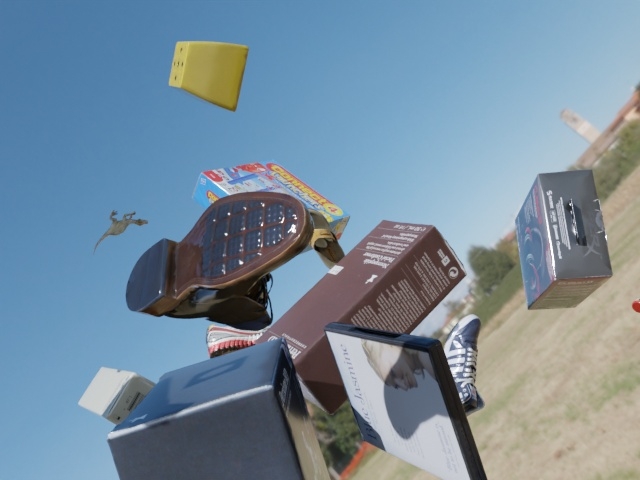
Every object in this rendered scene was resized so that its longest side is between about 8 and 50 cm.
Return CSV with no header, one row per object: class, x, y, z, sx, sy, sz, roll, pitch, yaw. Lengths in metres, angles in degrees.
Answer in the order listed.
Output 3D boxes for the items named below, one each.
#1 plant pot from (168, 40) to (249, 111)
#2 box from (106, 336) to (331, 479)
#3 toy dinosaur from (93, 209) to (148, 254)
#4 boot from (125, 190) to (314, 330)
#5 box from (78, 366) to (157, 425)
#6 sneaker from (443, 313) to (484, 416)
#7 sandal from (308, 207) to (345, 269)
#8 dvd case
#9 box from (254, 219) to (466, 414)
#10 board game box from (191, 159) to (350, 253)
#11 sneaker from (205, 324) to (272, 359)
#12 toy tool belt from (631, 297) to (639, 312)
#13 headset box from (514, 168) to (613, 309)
plant pot,-0.375,-0.549,2.099,0.187,0.212,0.212,7,-79,-30
box,-0.095,0.372,0.888,0.211,0.396,0.293,-18,3,0
toy dinosaur,-0.582,-0.038,1.837,0.183,0.093,0.053,-27,-50,4
boot,-0.062,0.024,0.548,0.219,0.082,0.106,-20,-32,40
box,-0.375,0.313,1.249,0.275,0.113,0.094,-12,45,58
sneaker,0.392,0.348,1.734,0.099,0.153,0.282,30,-91,-39
sandal,0.000,0.000,1.454,0.072,0.180,0.049,-30,22,12
dvd case,0.094,0.195,0.797,0.022,0.181,0.253,-23,8,-25
box,0.076,0.132,1.248,0.381,0.143,0.191,-44,22,-17
board game box,-0.126,-0.088,1.725,0.301,0.308,0.086,-21,-38,-54
sneaker,-0.173,0.227,1.578,0.225,0.093,0.088,-3,-40,-31
toy tool belt,0.472,0.101,0.884,0.051,0.083,0.052,-36,-20,-35
headset box,0.484,0.003,1.304,0.110,0.218,0.293,-4,-18,5
